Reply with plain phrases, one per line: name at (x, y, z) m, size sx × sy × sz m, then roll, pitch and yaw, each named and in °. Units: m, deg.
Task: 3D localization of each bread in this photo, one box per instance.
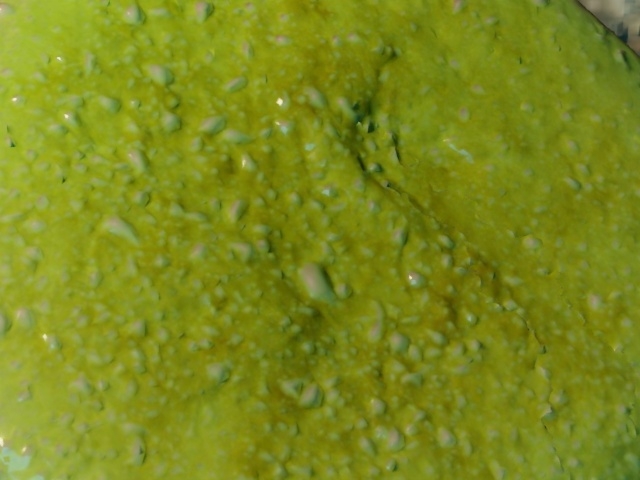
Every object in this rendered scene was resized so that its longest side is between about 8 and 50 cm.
bread at (-0.005, 0.003, 0.567) m, size 0.301 × 0.045 × 0.301 m, roll 6°, pitch 64°, yaw -13°
